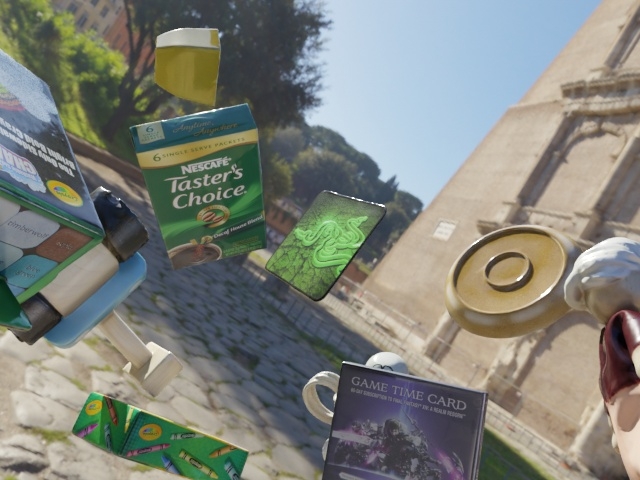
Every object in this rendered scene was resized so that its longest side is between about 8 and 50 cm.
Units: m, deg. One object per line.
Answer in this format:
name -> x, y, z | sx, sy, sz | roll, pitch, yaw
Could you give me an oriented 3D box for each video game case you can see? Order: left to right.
video game case -> 0.092, 0.307, 0.707 | 0.196, 0.274, 0.026 | 5, -11, 31

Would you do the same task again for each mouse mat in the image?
mouse mat -> 0.000, 0.000, 0.783 | 0.007, 0.152, 0.190 | 41, -9, -29

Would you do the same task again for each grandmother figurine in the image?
grandmother figurine -> 0.304, 0.150, 0.528 | 0.104, 0.342, 0.207 | 1, -34, 6

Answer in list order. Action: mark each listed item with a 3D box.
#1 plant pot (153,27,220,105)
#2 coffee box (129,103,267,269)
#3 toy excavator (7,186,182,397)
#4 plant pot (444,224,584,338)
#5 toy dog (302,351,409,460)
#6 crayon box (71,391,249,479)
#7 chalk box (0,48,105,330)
plant pot -> -0.184, -0.242, 0.775 | 0.083, 0.081, 0.081 | 3, 39, -16
coffee box -> -0.115, -0.046, 0.574 | 0.184, 0.113, 0.040 | 94, -22, -52
toy excavator -> -0.398, 0.079, 0.947 | 0.433, 0.222, 0.445 | 43, -22, -2
plant pot -> 0.310, 0.055, 0.931 | 0.236, 0.236, 0.032 | 30, -19, 54
toy dog -> 0.087, 0.365, 0.898 | 0.333, 0.220, 0.161 | 69, 22, -2
crayon box -> -0.287, 0.372, 1.042 | 0.165, 0.081, 0.278 | 1, -29, 41
chalk box -> -0.328, -0.038, 0.483 | 0.289, 0.179, 0.180 | 59, 8, 28
